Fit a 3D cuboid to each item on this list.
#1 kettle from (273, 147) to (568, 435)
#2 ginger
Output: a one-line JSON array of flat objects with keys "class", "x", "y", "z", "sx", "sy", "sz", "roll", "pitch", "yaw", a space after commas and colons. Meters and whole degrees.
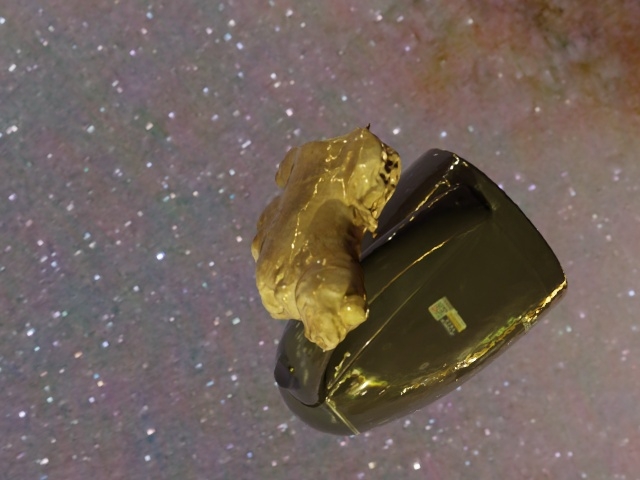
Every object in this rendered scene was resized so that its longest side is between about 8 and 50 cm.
[{"class": "kettle", "x": 0.070, "y": 0.062, "z": 0.893, "sx": 0.207, "sy": 0.290, "sz": 0.268, "roll": 47, "pitch": 174, "yaw": 24}, {"class": "ginger", "x": -0.003, "y": 0.000, "z": 0.722, "sx": 0.074, "sy": 0.137, "sz": 0.213, "roll": 31, "pitch": -128, "yaw": -33}]
